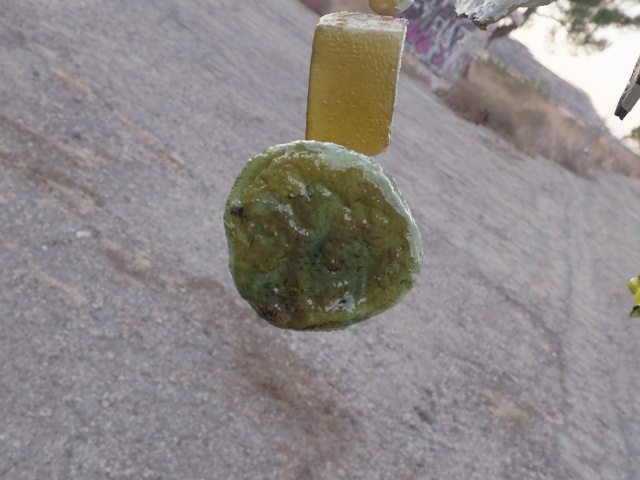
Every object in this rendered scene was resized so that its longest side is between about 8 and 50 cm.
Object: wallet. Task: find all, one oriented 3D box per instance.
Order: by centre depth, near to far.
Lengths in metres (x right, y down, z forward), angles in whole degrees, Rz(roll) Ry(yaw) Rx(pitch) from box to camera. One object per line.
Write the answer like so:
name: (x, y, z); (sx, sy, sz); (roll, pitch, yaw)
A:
wallet: (0.624, -0.368, 1.461); (0.071, 0.262, 0.221); (28, -12, 9)

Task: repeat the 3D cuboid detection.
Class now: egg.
egg: (0.118, -0.411, 1.343); (0.071, 0.083, 0.071); (43, -10, 9)

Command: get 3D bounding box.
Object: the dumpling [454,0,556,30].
dumpling: (0.295, -0.340, 0.946); (0.086, 0.332, 0.166); (59, 1, -29)

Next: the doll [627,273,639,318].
doll: (0.532, 0.144, 1.159); (0.241, 0.098, 0.135); (60, 1, 21)

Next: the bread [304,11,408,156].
bread: (0.068, -0.308, 1.604); (0.184, 0.275, 0.114); (6, 33, 1)

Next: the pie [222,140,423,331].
pie: (0.000, 0.000, 1.069); (0.277, 0.277, 0.078); (33, 23, -9)
